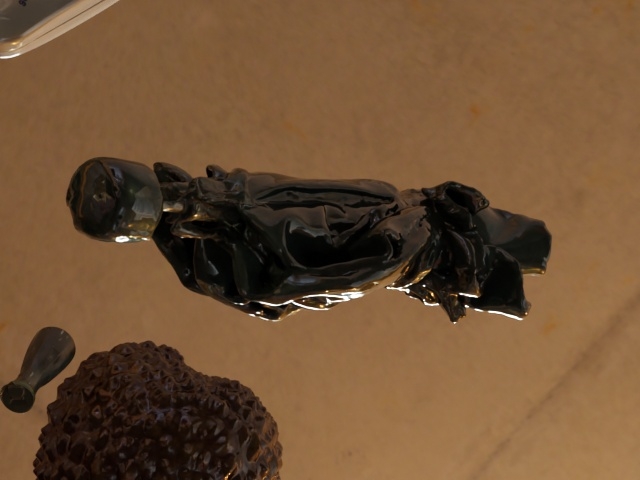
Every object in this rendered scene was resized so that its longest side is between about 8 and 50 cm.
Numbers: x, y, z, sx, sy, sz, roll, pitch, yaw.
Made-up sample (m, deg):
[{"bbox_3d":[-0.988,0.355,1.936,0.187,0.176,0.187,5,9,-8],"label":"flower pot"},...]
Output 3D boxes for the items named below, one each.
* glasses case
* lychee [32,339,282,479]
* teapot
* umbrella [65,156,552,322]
[{"bbox_3d":[-0.214,-0.212,0.955,0.076,0.049,0.197,44,-126,8],"label":"glasses case"},{"bbox_3d":[-0.177,0.240,1.180,0.271,0.271,0.271,-3,-71,-9],"label":"lychee"},{"bbox_3d":[-0.260,0.119,1.075,0.042,0.111,0.043,3,-69,7],"label":"teapot"},{"bbox_3d":[-0.002,0.002,0.721,0.348,0.143,0.094,6,-97,-48],"label":"umbrella"}]
